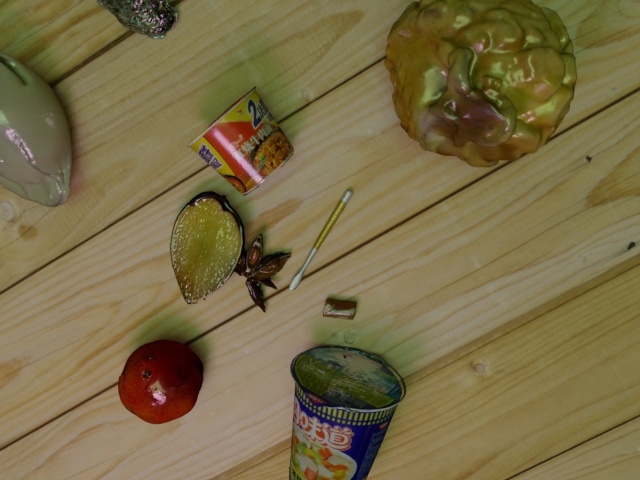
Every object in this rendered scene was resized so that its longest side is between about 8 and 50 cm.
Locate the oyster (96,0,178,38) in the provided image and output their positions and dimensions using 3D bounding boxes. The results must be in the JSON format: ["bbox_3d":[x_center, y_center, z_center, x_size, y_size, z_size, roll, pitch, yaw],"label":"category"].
[{"bbox_3d":[-0.422,-0.541,1.444,0.177,0.064,0.125,32,116,-13],"label":"oyster"}]

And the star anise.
[{"bbox_3d":[-0.155,0.059,1.542,0.157,0.053,0.212,-39,92,13],"label":"star anise"}]

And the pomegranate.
[{"bbox_3d":[-0.395,0.356,1.543,0.210,0.210,0.235,24,133,-1],"label":"pomegranate"}]

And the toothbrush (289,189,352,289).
[{"bbox_3d":[0.000,0.000,1.541,0.021,0.024,0.288,30,99,-5],"label":"toothbrush"}]

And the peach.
[{"bbox_3d":[-0.272,0.021,1.520,0.189,0.068,0.280,20,96,17],"label":"peach"}]

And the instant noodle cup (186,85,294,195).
[{"bbox_3d":[-0.171,-0.219,1.424,0.213,0.213,0.174,-39,105,9],"label":"instant noodle cup"}]

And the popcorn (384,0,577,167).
[{"bbox_3d":[0.331,-0.340,1.299,0.353,0.344,0.390,-21,67,-3],"label":"popcorn"}]

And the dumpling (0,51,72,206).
[{"bbox_3d":[-0.740,-0.251,1.473,0.315,0.233,0.395,-12,117,37],"label":"dumpling"}]

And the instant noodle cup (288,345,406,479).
[{"bbox_3d":[0.039,0.459,1.516,0.284,0.284,0.313,11,109,1],"label":"instant noodle cup"}]

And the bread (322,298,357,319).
[{"bbox_3d":[0.049,0.172,1.562,0.083,0.036,0.047,7,93,3],"label":"bread"}]
